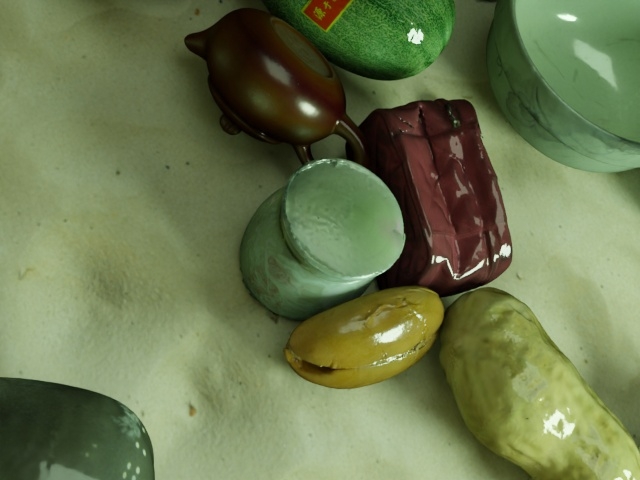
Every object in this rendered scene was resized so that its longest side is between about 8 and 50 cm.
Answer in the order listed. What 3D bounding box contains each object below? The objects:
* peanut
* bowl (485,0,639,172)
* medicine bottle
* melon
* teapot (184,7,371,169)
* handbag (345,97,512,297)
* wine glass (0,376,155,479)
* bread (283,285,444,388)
[{"bbox_3d":[0.238,0.196,1.705,0.147,0.147,0.319,-33,86,-34],"label":"peanut"},{"bbox_3d":[0.334,-0.210,1.932,0.307,0.163,0.307,11,61,-21],"label":"bowl"},{"bbox_3d":[0.000,0.000,1.677,0.147,0.143,0.147,12,61,-22],"label":"medicine bottle"},{"bbox_3d":[0.027,-0.306,1.819,0.288,0.182,0.182,35,56,-5],"label":"melon"},{"bbox_3d":[-0.048,-0.155,1.745,0.252,0.135,0.178,47,21,2],"label":"teapot"},{"bbox_3d":[0.124,-0.046,1.761,0.135,0.146,0.225,-7,70,-23],"label":"handbag"},{"bbox_3d":[-0.203,0.261,1.402,0.323,0.238,0.238,25,58,-10],"label":"wine glass"},{"bbox_3d":[0.054,0.108,1.669,0.189,0.114,0.077,-17,58,-27],"label":"bread"}]
